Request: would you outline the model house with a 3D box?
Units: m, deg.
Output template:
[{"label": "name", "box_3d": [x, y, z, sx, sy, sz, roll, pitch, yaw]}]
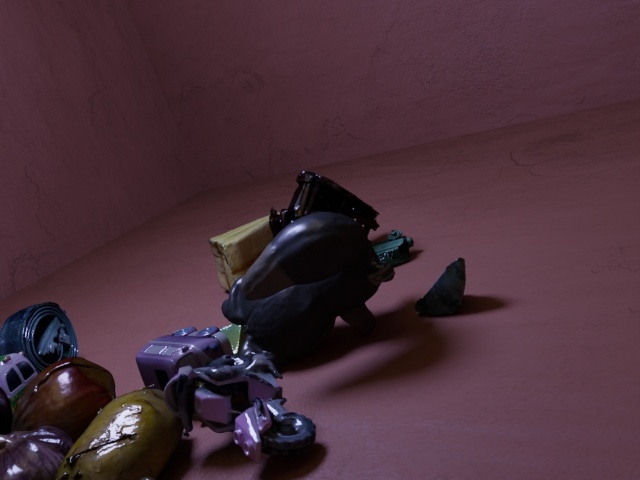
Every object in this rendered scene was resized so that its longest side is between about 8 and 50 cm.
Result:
[{"label": "model house", "box_3d": [0.000, 0.000, 2.153, 0.282, 0.297, 0.317, -62, 12, -1]}]

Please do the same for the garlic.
[{"label": "garlic", "box_3d": [-0.545, 0.416, 1.478, 0.245, 0.160, 0.245, -22, 5, 2]}]

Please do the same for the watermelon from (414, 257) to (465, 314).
[{"label": "watermelon", "box_3d": [0.260, 0.099, 1.657, 0.094, 0.081, 0.180, -53, -7, -29]}]

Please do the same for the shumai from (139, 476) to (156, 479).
[{"label": "shumai", "box_3d": [-0.277, 0.420, 1.277, 0.080, 0.082, 0.083, -31, -6, -32]}]

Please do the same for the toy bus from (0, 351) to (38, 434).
[{"label": "toy bus", "box_3d": [-0.806, 0.378, 1.933, 0.305, 0.179, 0.143, -15, 16, 21]}]

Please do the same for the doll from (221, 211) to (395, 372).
[{"label": "doll", "box_3d": [-0.062, 0.081, 1.669, 0.382, 0.378, 0.252, -33, 50, 2]}]

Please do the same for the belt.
[{"label": "belt", "box_3d": [-0.740, 0.282, 2.140, 0.116, 0.206, 0.267, -20, 21, 16]}]

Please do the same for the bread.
[{"label": "bread", "box_3d": [-0.167, 0.031, 2.340, 0.264, 0.167, 0.163, -25, 16, -20]}]

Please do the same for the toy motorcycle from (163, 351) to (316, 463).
[{"label": "toy motorcycle", "box_3d": [-0.150, 0.285, 1.402, 0.188, 0.143, 0.327, -8, 21, -28]}]

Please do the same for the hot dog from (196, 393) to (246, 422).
[{"label": "hot dog", "box_3d": [-0.173, 0.305, 1.581, 0.140, 0.060, 0.090, -19, 9, -19]}]

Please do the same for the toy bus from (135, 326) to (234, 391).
[{"label": "toy bus", "box_3d": [-0.269, 0.265, 1.691, 0.142, 0.142, 0.202, -26, 13, -39]}]

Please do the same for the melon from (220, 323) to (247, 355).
[{"label": "melon", "box_3d": [-0.272, 0.279, 1.865, 0.262, 0.053, 0.114, -28, 34, -13]}]

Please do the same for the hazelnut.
[{"label": "hazelnut", "box_3d": [-0.525, 0.338, 1.688, 0.181, 0.181, 0.212, 19, 2, -35]}]

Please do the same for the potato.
[{"label": "potato", "box_3d": [-0.338, 0.360, 1.435, 0.173, 0.140, 0.300, -16, 17, 26]}]

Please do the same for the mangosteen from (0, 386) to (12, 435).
[{"label": "mangosteen", "box_3d": [-0.768, 0.380, 1.702, 0.235, 0.235, 0.261, -24, -21, -10]}]

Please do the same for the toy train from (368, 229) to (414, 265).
[{"label": "toy train", "box_3d": [0.153, 0.033, 2.092, 0.172, 0.070, 0.099, -16, 25, 18]}]
